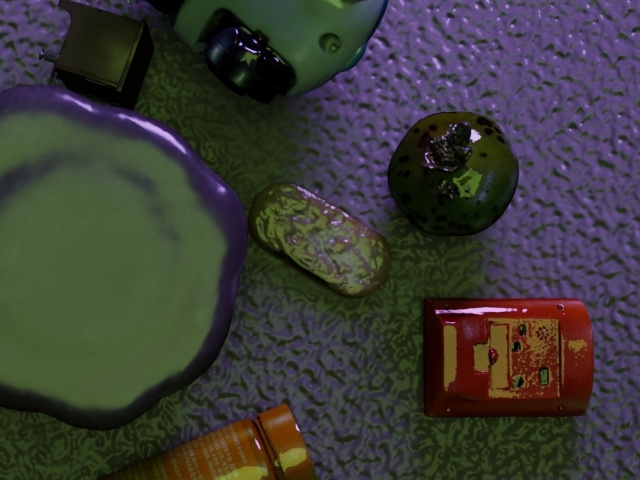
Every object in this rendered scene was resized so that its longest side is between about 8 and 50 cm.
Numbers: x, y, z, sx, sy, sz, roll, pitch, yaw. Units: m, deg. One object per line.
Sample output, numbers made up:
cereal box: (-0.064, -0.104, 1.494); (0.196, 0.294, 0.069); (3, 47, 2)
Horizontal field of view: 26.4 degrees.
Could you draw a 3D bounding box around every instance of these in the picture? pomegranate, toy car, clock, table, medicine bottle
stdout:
pomegranate: (0.119, -0.066, 1.242); (0.122, 0.161, 0.122); (-2, 74, 7)
toy car: (-0.052, -0.248, 1.218); (0.255, 0.190, 0.188); (40, 106, 2)
clock: (0.177, 0.110, 1.281); (0.155, 0.061, 0.113); (0, 86, -8)
table: (-0.204, -0.169, 1.248); (0.082, 0.083, 0.070); (18, 81, 2)
medicine bottle: (-0.101, 0.224, 1.224); (0.192, 0.096, 0.096); (-21, 89, -7)

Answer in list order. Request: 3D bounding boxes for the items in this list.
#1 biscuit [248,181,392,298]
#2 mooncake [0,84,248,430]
biscuit: (0.000, 0.000, 1.289); (0.147, 0.018, 0.071); (31, 81, -2)
mooncake: (-0.214, 0.014, 1.198); (0.306, 0.154, 0.306); (0, 87, -7)
